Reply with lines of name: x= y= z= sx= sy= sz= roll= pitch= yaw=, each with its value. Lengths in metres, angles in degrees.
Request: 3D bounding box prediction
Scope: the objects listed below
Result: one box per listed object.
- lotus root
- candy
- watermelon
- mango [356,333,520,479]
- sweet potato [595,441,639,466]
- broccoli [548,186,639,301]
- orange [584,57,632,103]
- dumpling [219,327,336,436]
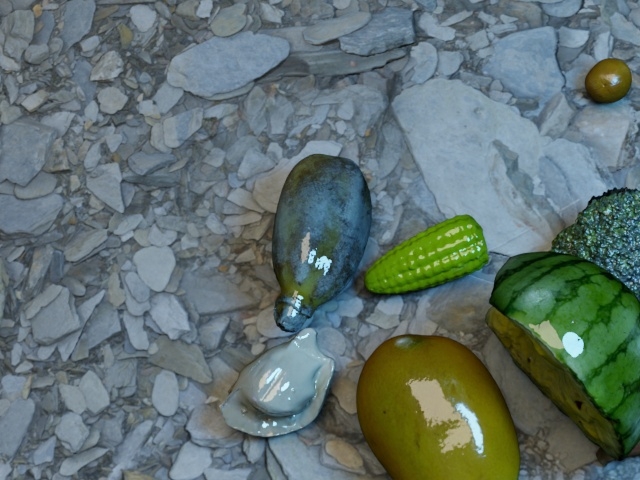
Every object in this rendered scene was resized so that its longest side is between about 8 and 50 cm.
lotus root: x=0.000 y=0.000 z=2.000 sx=0.140 sy=0.158 sz=0.322 roll=-20 pitch=43 yaw=36
candy: x=0.167 y=0.032 z=2.005 sx=0.209 sy=0.097 sz=0.097 roll=-22 pitch=60 yaw=7
watermelon: x=0.372 y=0.136 z=1.757 sx=0.189 sy=0.331 sz=0.331 roll=-45 pitch=62 yaw=0
mango: x=0.176 y=0.282 z=1.828 sx=0.211 sy=0.173 sz=0.317 roll=-23 pitch=67 yaw=0
sweet potato: x=0.527 y=0.275 z=1.821 sx=0.255 sy=0.058 sz=0.078 roll=-9 pitch=78 yaw=5
broccoli: x=0.468 y=0.017 z=1.901 sx=0.226 sy=0.176 sz=0.198 roll=-33 pitch=78 yaw=-17
orange: x=0.485 y=-0.270 z=2.104 sx=0.085 sy=0.085 sz=0.085 roll=-5 pitch=62 yaw=9
dumpling: x=-0.057 y=0.229 z=1.940 sx=0.136 sy=0.118 sz=0.199 roll=43 pitch=89 yaw=4
